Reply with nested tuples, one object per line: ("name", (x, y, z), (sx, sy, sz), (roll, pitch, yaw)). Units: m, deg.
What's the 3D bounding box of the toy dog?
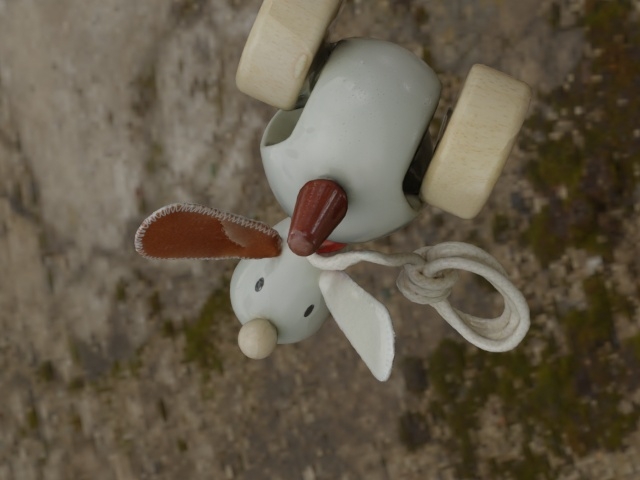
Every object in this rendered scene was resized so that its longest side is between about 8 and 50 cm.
("toy dog", (0.000, 0.000, 0.870), (0.220, 0.161, 0.334), (17, 145, 19))
